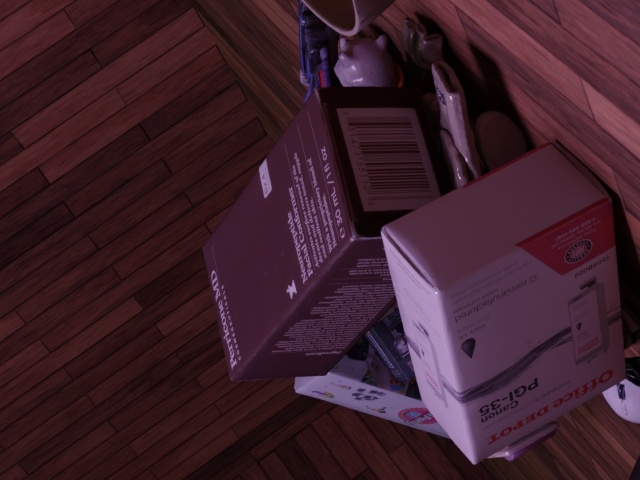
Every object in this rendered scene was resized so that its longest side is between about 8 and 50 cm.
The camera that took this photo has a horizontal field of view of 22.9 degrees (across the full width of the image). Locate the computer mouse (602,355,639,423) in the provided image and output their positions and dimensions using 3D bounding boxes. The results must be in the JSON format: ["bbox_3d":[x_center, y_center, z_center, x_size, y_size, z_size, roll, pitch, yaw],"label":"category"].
[{"bbox_3d":[0.354,0.175,1.817,0.106,0.042,0.193,12,161,33],"label":"computer mouse"}]

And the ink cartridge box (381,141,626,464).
[{"bbox_3d":[0.198,0.068,1.630,0.117,0.207,0.283,51,164,43],"label":"ink cartridge box"}]

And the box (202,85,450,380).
[{"bbox_3d":[0.000,0.000,1.805,0.381,0.143,0.191,127,135,-54],"label":"box"}]

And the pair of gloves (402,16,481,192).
[{"bbox_3d":[0.138,-0.126,1.736,0.240,0.042,0.204,-112,11,-61],"label":"pair of gloves"}]

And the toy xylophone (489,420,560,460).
[{"bbox_3d":[0.236,0.162,2.332,0.322,0.236,0.081,53,143,4],"label":"toy xylophone"}]

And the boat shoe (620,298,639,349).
[{"bbox_3d":[0.326,0.103,1.803,0.056,0.049,0.152,56,173,16],"label":"boat shoe"}]

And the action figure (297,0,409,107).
[{"bbox_3d":[0.060,-0.189,2.114,0.330,0.179,0.341,83,-178,-67],"label":"action figure"}]

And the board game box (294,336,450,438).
[{"bbox_3d":[0.125,0.135,2.166,0.303,0.224,0.097,19,148,-24],"label":"board game box"}]

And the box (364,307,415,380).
[{"bbox_3d":[0.144,0.044,2.062,0.183,0.233,0.059,55,165,-5],"label":"box"}]

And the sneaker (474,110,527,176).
[{"bbox_3d":[0.197,-0.084,1.731,0.152,0.058,0.084,50,169,-29],"label":"sneaker"}]

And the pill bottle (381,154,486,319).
[{"bbox_3d":[0.133,0.001,1.948,0.124,0.221,0.124,54,175,6],"label":"pill bottle"}]

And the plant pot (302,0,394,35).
[{"bbox_3d":[0.020,-0.316,1.124,0.284,0.191,0.284,54,174,8],"label":"plant pot"}]

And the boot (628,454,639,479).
[{"bbox_3d":[0.440,0.270,1.767,0.115,0.112,0.305,25,169,1],"label":"boot"}]
